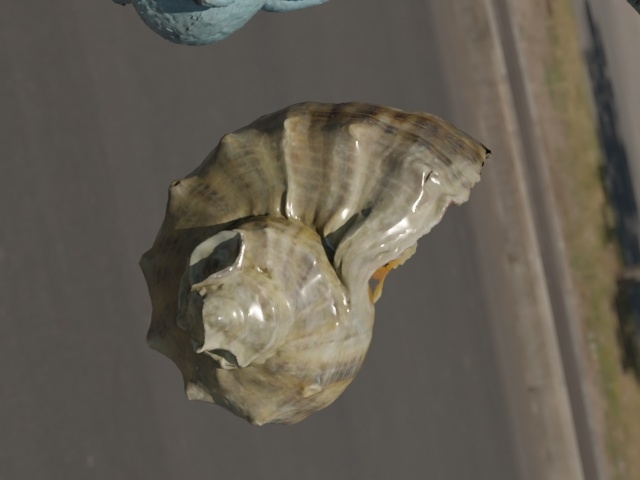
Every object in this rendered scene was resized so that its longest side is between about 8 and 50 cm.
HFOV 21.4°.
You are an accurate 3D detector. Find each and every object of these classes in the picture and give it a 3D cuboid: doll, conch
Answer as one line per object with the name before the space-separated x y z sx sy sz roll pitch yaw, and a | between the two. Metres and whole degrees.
doll | -0.027 -0.162 0.946 0.120 0.179 0.075 2 -68 59
conch | -0.014 -0.008 1.066 0.159 0.210 0.291 33 24 1

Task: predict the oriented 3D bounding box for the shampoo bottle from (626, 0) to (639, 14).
shampoo bottle | 0.366 -0.142 1.369 0.323 0.084 0.129 47 -23 7
